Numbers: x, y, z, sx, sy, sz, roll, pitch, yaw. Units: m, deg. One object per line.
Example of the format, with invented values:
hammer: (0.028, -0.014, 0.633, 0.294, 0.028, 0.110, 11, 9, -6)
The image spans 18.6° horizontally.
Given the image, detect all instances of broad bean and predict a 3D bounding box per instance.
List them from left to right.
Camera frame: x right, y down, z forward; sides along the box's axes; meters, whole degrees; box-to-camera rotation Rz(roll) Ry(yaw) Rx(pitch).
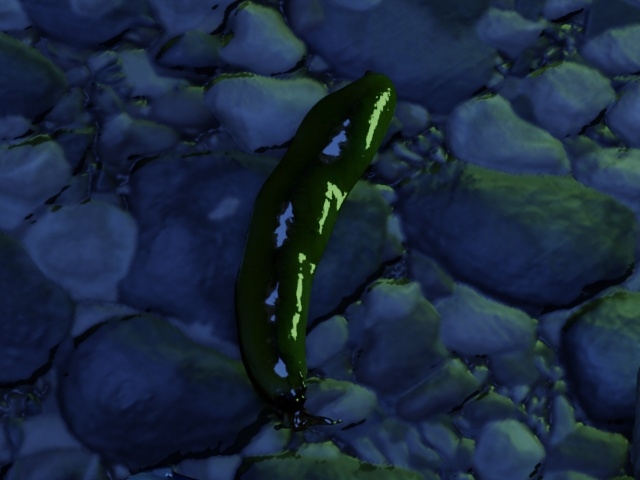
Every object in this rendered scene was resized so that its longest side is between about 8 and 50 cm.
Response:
broad bean: (-0.006, 0.000, 1.051, 0.069, 0.039, 0.227, 9, 62, 3)

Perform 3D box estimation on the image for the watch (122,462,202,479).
watch: (0.006, 0.174, 0.831, 0.276, 0.068, 0.274, -39, 45, -25)

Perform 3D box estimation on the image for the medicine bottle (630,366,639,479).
medicine bottle: (0.216, 0.176, 0.936, 0.144, 0.144, 0.252, 9, 60, -4)
